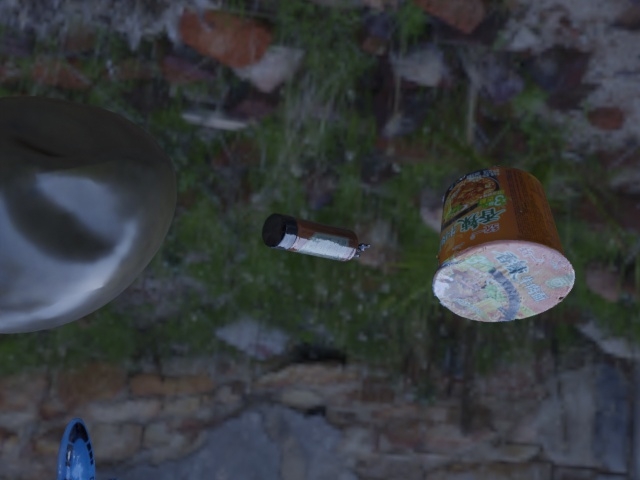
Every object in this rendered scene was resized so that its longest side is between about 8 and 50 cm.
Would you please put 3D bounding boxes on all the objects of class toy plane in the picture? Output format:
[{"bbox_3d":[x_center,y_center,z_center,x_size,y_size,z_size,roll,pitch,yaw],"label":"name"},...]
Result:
[{"bbox_3d":[-0.324,0.371,1.629,0.254,0.271,0.105,1,171,-20],"label":"toy plane"}]

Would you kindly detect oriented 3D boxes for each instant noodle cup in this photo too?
[{"bbox_3d":[0.295,-0.001,2.044,0.230,0.182,0.230,0,144,0],"label":"instant noodle cup"}]

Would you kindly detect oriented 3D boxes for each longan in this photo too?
[{"bbox_3d":[-0.335,-0.027,1.426,0.350,0.288,0.288,-15,167,-22],"label":"longan"}]

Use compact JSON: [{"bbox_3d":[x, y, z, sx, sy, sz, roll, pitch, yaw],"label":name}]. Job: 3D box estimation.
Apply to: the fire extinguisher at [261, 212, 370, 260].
[{"bbox_3d":[0.000,0.000,1.692,0.177,0.050,0.062,13,163,-42],"label":"fire extinguisher"}]
